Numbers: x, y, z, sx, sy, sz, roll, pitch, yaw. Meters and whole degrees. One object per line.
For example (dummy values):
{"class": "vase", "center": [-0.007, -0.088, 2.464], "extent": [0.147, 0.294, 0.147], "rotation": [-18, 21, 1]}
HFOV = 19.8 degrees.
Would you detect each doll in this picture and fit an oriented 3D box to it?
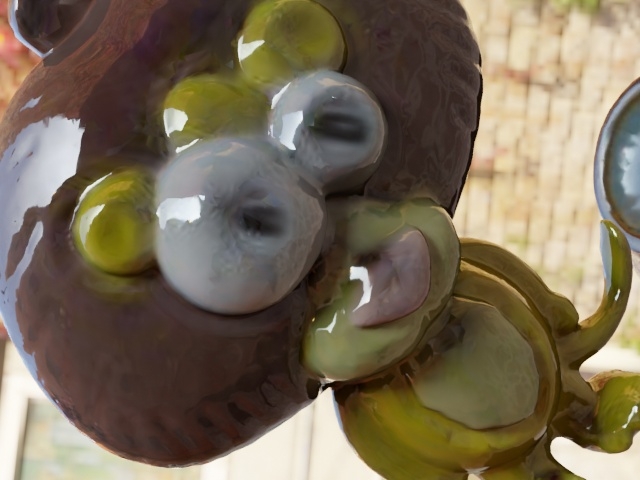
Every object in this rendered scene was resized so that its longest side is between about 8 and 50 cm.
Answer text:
{"class": "doll", "center": [0.006, -0.007, 0.460], "extent": [0.096, 0.188, 0.145], "rotation": [178, 108, -77]}

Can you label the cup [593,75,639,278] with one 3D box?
{"class": "cup", "center": [0.199, -0.026, 0.796], "extent": [0.199, 0.150, 0.199], "rotation": [-15, 72, 54]}
